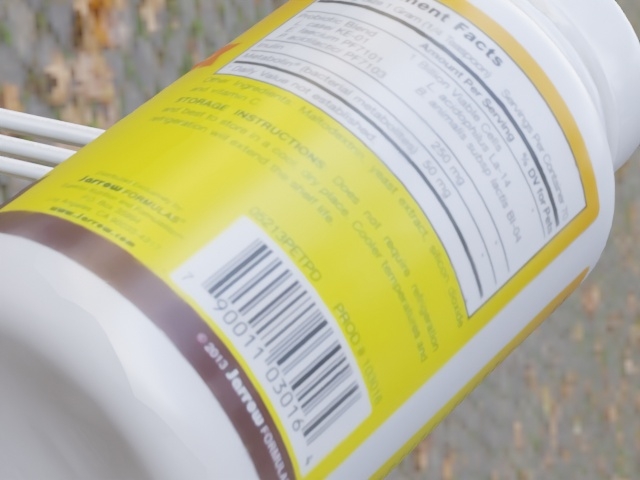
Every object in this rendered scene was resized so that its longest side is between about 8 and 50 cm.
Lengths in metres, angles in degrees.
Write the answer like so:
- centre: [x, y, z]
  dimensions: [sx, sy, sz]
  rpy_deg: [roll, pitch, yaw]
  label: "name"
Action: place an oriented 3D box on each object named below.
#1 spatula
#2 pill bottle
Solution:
- centre: [-0.092, -0.026, 0.742]
  dimensions: [0.168, 0.242, 0.019]
  rpy_deg: [66, 36, -82]
  label: "spatula"
- centre: [0.000, 0.000, 0.521]
  dimensions: [0.215, 0.117, 0.117]
  rpy_deg: [-40, 130, -36]
  label: "pill bottle"
